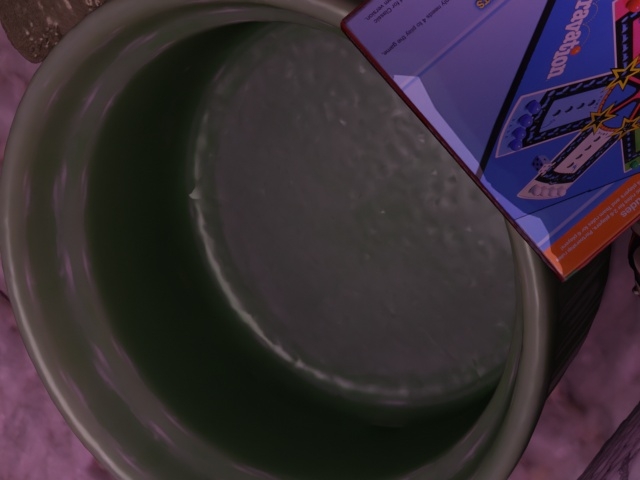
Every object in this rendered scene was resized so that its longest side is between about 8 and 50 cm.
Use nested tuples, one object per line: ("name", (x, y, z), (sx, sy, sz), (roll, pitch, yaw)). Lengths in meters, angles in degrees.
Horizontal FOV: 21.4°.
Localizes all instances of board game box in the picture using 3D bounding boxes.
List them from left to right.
("board game box", (0.161, -0.127, 0.713), (0.281, 0.027, 0.145), (-40, 84, -1))

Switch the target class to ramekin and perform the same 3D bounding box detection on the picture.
("ramekin", (0.000, 0.000, 0.870), (0.303, 0.148, 0.303), (10, 113, 26))

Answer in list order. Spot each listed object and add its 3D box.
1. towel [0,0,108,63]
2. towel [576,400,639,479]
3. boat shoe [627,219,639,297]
("towel", (-0.161, -0.185, 0.965), (0.110, 0.027, 0.148), (-24, 93, 33))
("towel", (0.210, 0.075, 0.698), (0.121, 0.284, 0.235), (40, 124, 10))
("boat shoe", (0.167, 0.018, 0.794), (0.049, 0.137, 0.043), (-2, 103, 3))
